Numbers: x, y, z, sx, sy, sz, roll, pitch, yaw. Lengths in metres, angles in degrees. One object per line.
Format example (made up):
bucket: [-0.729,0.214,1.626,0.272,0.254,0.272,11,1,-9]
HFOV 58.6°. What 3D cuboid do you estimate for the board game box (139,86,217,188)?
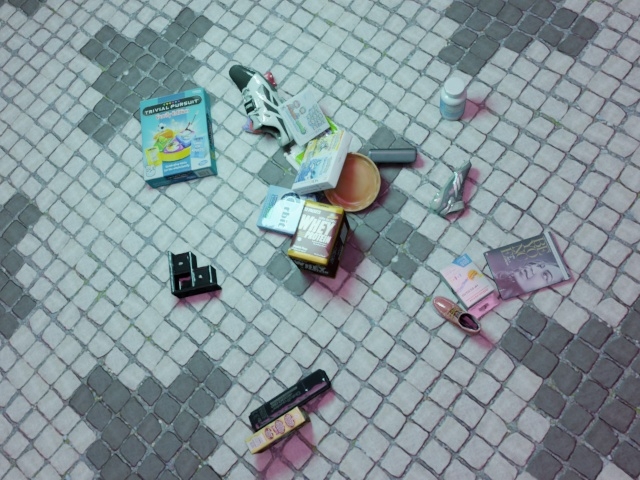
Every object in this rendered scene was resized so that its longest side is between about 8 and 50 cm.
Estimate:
board game box: [-0.529,-0.383,2.117,0.254,0.079,0.336,-12,71,6]

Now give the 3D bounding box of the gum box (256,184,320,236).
gum box: [-0.110,-0.097,1.971,0.184,0.041,0.156,13,74,14]

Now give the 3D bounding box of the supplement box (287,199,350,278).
supplement box: [0.000,0.000,1.839,0.129,0.194,0.191,14,75,14]

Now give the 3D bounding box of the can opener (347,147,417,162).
can opener: [0.190,-0.269,1.973,0.284,0.076,0.095,1,104,10]

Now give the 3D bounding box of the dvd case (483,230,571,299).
dvd case: [0.649,0.079,1.797,0.221,0.018,0.164,-18,70,3]

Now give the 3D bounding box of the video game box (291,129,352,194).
video game box: [0.004,-0.259,1.916,0.187,0.048,0.205,-6,58,46]

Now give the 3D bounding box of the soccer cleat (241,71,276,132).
soccer cleat: [-0.228,-0.515,2.111,0.095,0.083,0.248,4,75,16]

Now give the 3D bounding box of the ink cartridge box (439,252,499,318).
ink cartridge box: [0.467,0.144,1.782,0.104,0.061,0.181,-35,70,-2]

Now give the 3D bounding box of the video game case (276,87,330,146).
video game case: [-0.058,-0.430,1.994,0.143,0.019,0.157,-38,108,-20]

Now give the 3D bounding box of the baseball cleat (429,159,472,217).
baseball cleat: [0.454,-0.164,1.893,0.109,0.072,0.206,40,87,5]

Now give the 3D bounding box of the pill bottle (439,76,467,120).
pill bottle: [0.451,-0.481,1.938,0.087,0.160,0.087,-3,71,9]

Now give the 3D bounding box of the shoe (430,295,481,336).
shoe: [0.418,0.225,1.754,0.178,0.081,0.063,39,82,19]

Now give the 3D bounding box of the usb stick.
usb stick: [-0.094,0.495,1.767,0.278,0.045,0.077,-32,46,-2]

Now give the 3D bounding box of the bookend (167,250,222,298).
bookend: [-0.428,0.102,1.944,0.157,0.072,0.156,-12,70,5]

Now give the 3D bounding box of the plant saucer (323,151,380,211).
plant saucer: [0.107,-0.198,1.937,0.200,0.037,0.199,2,98,14]

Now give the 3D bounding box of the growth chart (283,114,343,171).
growth chart: [-0.013,-0.334,2.044,0.172,0.021,0.237,38,82,18]

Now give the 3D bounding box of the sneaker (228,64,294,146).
sneaker: [-0.211,-0.466,1.990,0.330,0.122,0.146,42,71,-9]

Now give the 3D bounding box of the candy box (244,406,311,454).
candy box: [-0.126,0.573,1.719,0.187,0.109,0.053,-34,69,-2]
